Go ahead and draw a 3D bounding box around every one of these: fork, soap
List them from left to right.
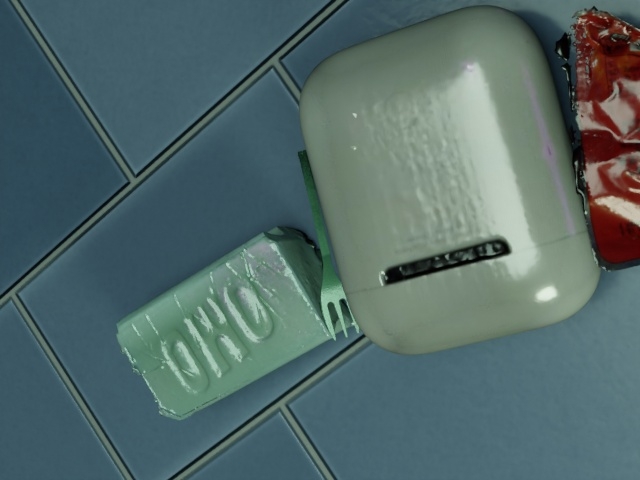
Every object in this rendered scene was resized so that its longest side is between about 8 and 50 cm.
[{"bbox_3d":[-0.108,0.099,1.616,0.261,0.094,0.150,-31,84,24],"label":"soap"},{"bbox_3d":[0.000,0.000,1.554,0.039,0.021,0.235,-16,71,5],"label":"fork"}]

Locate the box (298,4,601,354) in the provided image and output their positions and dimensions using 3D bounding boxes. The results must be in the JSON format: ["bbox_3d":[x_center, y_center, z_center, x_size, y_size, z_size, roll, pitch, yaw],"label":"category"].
[{"bbox_3d":[0.135,-0.061,1.457,0.288,0.141,0.349,-16,90,25],"label":"box"}]

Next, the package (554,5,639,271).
[{"bbox_3d":[0.346,-0.115,1.375,0.194,0.071,0.270,-12,85,6],"label":"package"}]
